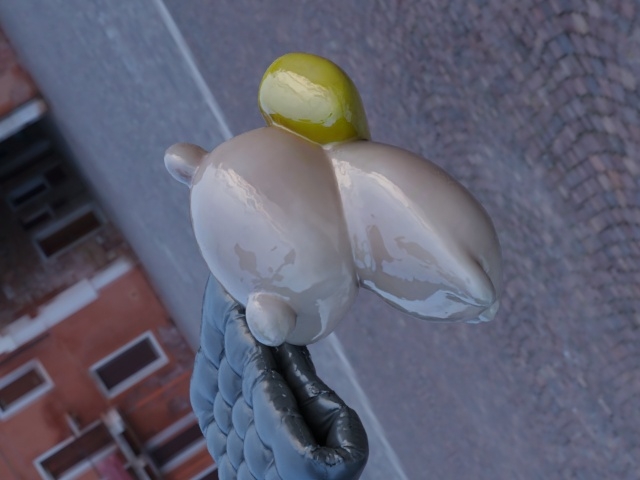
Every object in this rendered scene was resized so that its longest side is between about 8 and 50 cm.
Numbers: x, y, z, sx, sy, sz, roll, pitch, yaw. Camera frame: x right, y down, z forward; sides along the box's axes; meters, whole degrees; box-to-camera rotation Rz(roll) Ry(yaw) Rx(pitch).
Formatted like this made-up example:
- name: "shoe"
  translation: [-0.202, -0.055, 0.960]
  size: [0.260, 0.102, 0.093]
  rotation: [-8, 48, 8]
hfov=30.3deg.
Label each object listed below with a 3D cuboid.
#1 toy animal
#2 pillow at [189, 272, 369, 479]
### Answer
- name: "toy animal"
  translation: [0.001, 0.013, 1.199]
  size: [0.345, 0.247, 0.277]
  rotation: [45, 159, 17]
- name: "pillow"
  translation: [-0.056, 0.189, 1.280]
  size: [0.326, 0.101, 0.228]
  rotation: [-117, 32, -45]
